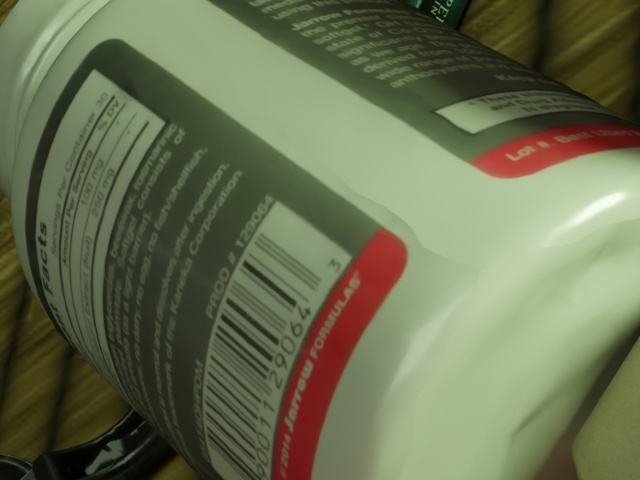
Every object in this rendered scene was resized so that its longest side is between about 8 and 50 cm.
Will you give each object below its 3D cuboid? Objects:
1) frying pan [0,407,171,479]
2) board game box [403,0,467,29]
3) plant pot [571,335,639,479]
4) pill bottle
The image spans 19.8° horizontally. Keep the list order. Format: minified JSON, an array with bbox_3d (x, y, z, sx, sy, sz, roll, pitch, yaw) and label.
[{"bbox_3d":[-0.131,0.158,0.784,0.326,0.053,0.197,-33,49,32],"label":"frying pan"},{"bbox_3d":[0.030,-0.148,0.807,0.126,0.026,0.186,20,83,49],"label":"board game box"},{"bbox_3d":[0.130,0.058,0.476,0.109,0.109,0.096,-59,29,3],"label":"plant pot"},{"bbox_3d":[0.000,0.000,0.639,0.176,0.176,0.318,-57,42,4],"label":"pill bottle"}]
